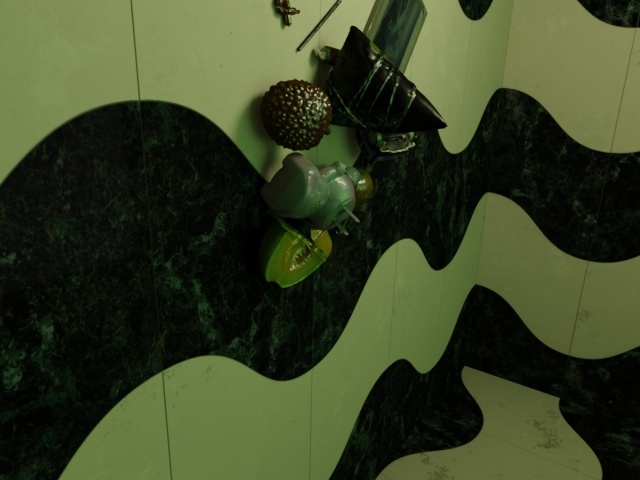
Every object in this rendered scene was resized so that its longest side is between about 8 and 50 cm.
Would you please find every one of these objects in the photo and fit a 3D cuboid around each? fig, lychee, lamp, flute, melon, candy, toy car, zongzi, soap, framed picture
[{"bbox_3d":[0.110,-0.131,1.779,0.151,0.151,0.259,-37,135,-45],"label":"fig"},{"bbox_3d":[-0.056,-0.343,1.398,0.238,0.200,0.200,20,85,-39],"label":"lychee"},{"bbox_3d":[-0.094,-0.634,1.380,0.083,0.031,0.063,42,66,-50],"label":"lamp"},{"bbox_3d":[0.000,-0.654,1.530,0.269,0.014,0.014,-58,143,-27],"label":"flute"},{"bbox_3d":[-0.119,0.038,1.521,0.169,0.129,0.265,-51,149,1],"label":"melon"},{"bbox_3d":[0.041,-0.576,1.593,0.182,0.046,0.053,-7,92,-52],"label":"candy"},{"bbox_3d":[0.207,-0.389,1.803,0.172,0.158,0.235,-15,75,-30],"label":"toy car"},{"bbox_3d":[0.204,-0.422,1.535,0.383,0.362,0.319,18,104,-28],"label":"zongzi"},{"bbox_3d":[-0.002,-0.124,1.510,0.247,0.247,0.301,-52,154,17],"label":"lamp"},{"bbox_3d":[0.000,0.000,1.755,0.089,0.033,0.168,-57,142,-32],"label":"soap"},{"bbox_3d":[0.275,-0.781,1.891,0.326,0.028,0.446,37,70,-55],"label":"framed picture"}]

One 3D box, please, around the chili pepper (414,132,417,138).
[{"bbox_3d":[0.347,-0.509,2.078,0.088,0.059,0.227,-61,143,-15],"label":"chili pepper"}]
